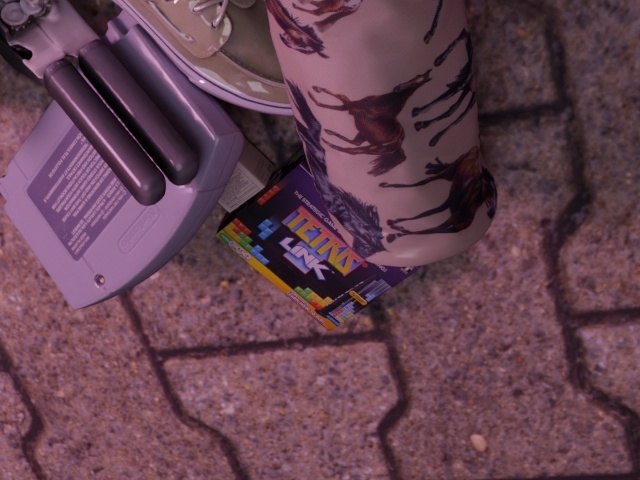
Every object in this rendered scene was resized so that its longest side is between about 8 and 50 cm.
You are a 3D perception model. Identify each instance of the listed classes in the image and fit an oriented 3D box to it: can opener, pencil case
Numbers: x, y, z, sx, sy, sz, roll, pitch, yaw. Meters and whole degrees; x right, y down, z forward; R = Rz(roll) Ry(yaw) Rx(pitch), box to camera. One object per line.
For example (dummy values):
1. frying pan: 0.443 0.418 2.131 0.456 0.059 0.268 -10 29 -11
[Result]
1. can opener: -0.219 -0.145 1.118 0.280 0.074 0.093 48 159 17
2. pencil case: 0.058 -0.157 0.998 0.160 0.184 0.410 42 159 39

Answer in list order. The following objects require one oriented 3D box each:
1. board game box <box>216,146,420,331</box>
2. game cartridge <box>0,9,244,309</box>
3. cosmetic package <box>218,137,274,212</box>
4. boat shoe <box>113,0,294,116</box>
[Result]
1. board game box: 0.000 0.000 1.246 0.170 0.048 0.141 40 127 -16
2. game cartridge: -0.203 -0.067 1.193 0.294 0.060 0.196 -44 73 36
3. cosmetic package: -0.109 -0.089 1.212 0.060 0.041 0.115 -32 113 34
4. boat shoe: -0.115 -0.215 1.061 0.302 0.109 0.094 34 171 -9
